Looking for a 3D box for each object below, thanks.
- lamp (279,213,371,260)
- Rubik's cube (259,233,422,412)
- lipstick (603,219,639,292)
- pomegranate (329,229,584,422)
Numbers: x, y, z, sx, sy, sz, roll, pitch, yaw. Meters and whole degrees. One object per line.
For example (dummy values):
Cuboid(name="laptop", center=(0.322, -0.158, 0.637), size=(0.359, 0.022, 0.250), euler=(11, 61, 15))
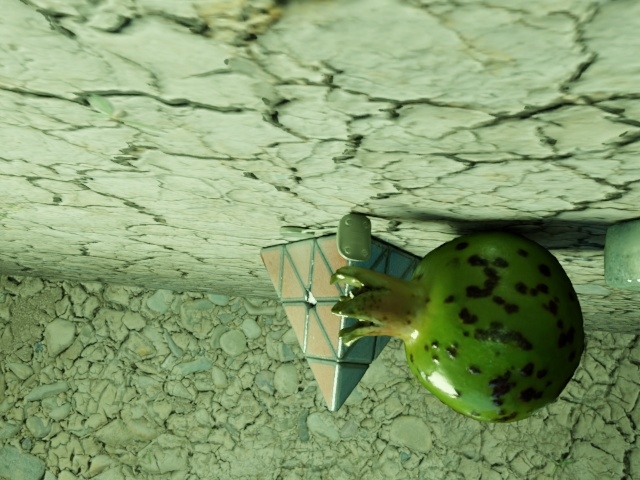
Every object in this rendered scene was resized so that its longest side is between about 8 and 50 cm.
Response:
Cuboid(name="lamp", center=(0.000, 0.000, 0.858), size=(0.050, 0.056, 0.198), euler=(7, 174, -27))
Cuboid(name="Rubik's cube", center=(0.038, 0.084, 1.044), size=(0.233, 0.228, 0.229), euler=(-36, 108, 20))
Cuboid(name="lipstick", center=(0.436, 0.036, 0.708), size=(0.289, 0.077, 0.076), euler=(10, 170, -21))
Cuboid(name="pomegranate", center=(0.165, 0.113, 0.779), size=(0.285, 0.231, 0.231), euler=(-15, 175, -12))
